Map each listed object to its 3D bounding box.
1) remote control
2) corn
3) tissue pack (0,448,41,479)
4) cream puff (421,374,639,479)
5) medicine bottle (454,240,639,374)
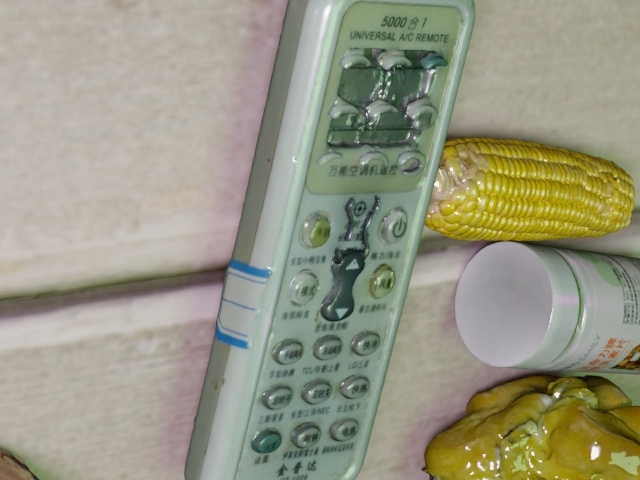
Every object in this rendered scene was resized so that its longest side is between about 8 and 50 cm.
[{"bbox_3d":[0.000,0.000,1.138,0.128,0.065,0.335,-2,113,-41],"label":"remote control"},{"bbox_3d":[0.132,-0.032,1.247,0.206,0.067,0.067,2,110,-45],"label":"corn"},{"bbox_3d":[-0.192,0.143,1.027,0.094,0.074,0.058,29,97,-49],"label":"tissue pack"},{"bbox_3d":[0.188,0.191,1.347,0.195,0.195,0.221,-42,138,-20],"label":"cream puff"},{"bbox_3d":[0.183,0.049,1.326,0.183,0.086,0.086,6,107,-45],"label":"medicine bottle"}]
